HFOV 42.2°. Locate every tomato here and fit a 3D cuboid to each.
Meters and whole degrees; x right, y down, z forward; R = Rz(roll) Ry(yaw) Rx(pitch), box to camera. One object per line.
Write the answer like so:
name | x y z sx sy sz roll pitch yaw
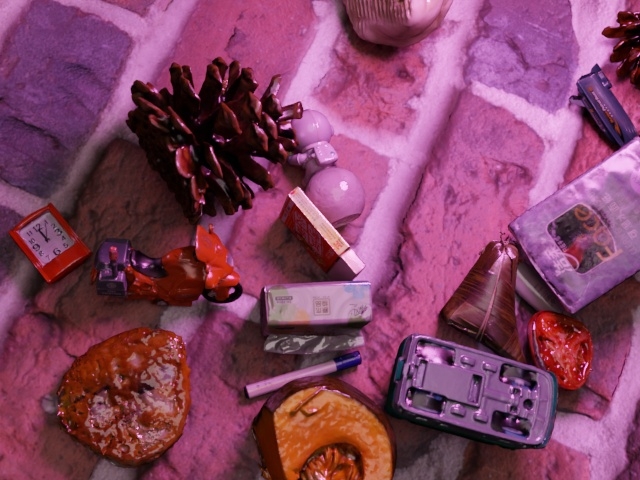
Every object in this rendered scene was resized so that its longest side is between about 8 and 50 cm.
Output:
tomato | 0.533 0.257 1.898 0.166 0.082 0.174 16 68 -16

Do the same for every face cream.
face cream | 0.496 0.107 1.949 0.072 0.051 0.182 -43 86 -14

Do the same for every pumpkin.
pumpkin | 0.013 0.414 1.715 0.303 0.225 0.256 15 78 -11

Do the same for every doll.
doll | 0.003 -0.173 1.898 0.151 0.151 0.287 -17 78 -13

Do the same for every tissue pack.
tissue pack | -0.012 0.171 1.797 0.229 0.159 0.145 -2 77 -10
tissue pack | 0.640 -0.031 1.874 0.361 0.122 0.259 -34 79 7

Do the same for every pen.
pen | -0.038 0.296 1.826 0.269 0.033 0.033 -16 78 -13

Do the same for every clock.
clock | -0.587 0.008 1.803 0.113 0.061 0.155 -38 81 -16

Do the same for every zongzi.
zongzi | 0.431 0.139 1.882 0.241 0.111 0.247 34 88 0

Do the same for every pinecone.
pinecone | 0.826 -0.478 2.069 0.202 0.229 0.201 -8 90 -24
pinecone | -0.209 -0.242 1.780 0.384 0.384 0.384 2 75 -8

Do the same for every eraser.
eraser | 0.000 0.000 1.844 0.038 0.157 0.230 -39 84 -19

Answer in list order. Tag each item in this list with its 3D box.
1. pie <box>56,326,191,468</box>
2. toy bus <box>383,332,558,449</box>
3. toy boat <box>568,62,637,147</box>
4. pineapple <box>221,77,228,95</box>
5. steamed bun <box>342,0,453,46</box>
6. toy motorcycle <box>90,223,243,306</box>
pie | -0.398 0.332 1.733 0.308 0.085 0.308 1 78 -4
toy bus | 0.310 0.334 1.783 0.344 0.199 0.183 17 71 -4
toy boat | 0.713 -0.315 2.076 0.246 0.103 0.093 56 32 -4
pineapple | -0.193 -0.329 1.962 0.124 0.058 0.058 43 73 -11
steamed bun | 0.195 -0.652 1.967 0.237 0.346 0.394 -19 54 -27
toy motorcycle | -0.323 0.058 1.751 0.326 0.221 0.147 4 47 -7
